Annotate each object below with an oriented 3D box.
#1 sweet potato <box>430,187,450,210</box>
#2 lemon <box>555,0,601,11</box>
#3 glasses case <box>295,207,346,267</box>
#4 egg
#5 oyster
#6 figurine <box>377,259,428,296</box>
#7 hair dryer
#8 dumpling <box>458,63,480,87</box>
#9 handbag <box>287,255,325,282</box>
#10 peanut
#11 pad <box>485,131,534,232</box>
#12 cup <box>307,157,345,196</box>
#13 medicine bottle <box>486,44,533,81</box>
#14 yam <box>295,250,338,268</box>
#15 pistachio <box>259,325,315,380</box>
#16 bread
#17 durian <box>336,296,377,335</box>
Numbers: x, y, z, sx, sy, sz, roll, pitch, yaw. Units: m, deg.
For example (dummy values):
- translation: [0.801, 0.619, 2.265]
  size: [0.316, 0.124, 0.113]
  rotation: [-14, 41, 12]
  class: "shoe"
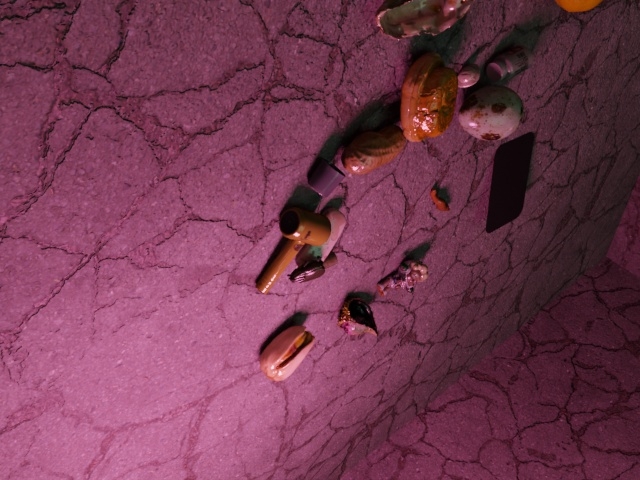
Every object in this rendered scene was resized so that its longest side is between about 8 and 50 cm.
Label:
- translation: [0.415, -0.131, 2.280]
  size: [0.044, 0.044, 0.179]
  rotation: [-52, 147, 4]
  class: "sweet potato"
- translation: [0.773, -0.767, 1.941]
  size: [0.178, 0.178, 0.203]
  rotation: [-36, 143, -20]
  class: "lemon"
- translation: [0.000, 0.000, 1.904]
  size: [0.081, 0.051, 0.204]
  rotation: [28, 94, -35]
  class: "glasses case"
- translation: [0.522, -0.391, 2.030]
  size: [0.231, 0.169, 0.169]
  rotation: [-14, 133, -33]
  class: "egg"
- translation: [0.269, -0.593, 1.597]
  size: [0.341, 0.110, 0.166]
  rotation: [-42, 141, -6]
  class: "oyster"
- translation: [0.300, 0.138, 2.366]
  size: [0.197, 0.093, 0.147]
  rotation: [-36, 134, -17]
  class: "figurine"
- translation: [-0.097, 0.034, 1.825]
  size: [0.278, 0.090, 0.135]
  rotation: [-53, 147, 17]
  class: "hair dryer"
- translation: [0.440, -0.484, 1.942]
  size: [0.077, 0.059, 0.043]
  rotation: [-36, 155, -13]
  class: "dumpling"
- translation: [-0.040, 0.089, 1.864]
  size: [0.111, 0.047, 0.072]
  rotation: [-25, 151, 0]
  class: "handbag"
- translation: [0.150, -0.253, 1.804]
  size: [0.226, 0.095, 0.108]
  rotation: [-28, 130, -33]
  class: "peanut"
- translation: [0.731, -0.239, 2.556]
  size: [0.315, 0.063, 0.375]
  rotation: [-24, 129, -32]
  class: "pad"
- translation: [0.016, -0.167, 1.765]
  size: [0.077, 0.078, 0.100]
  rotation: [-52, 178, 13]
  class: "cup"
- translation: [0.580, -0.541, 2.028]
  size: [0.140, 0.079, 0.079]
  rotation: [-31, 142, -25]
  class: "medicine bottle"
- translation: [-0.008, 0.070, 1.982]
  size: [0.132, 0.054, 0.054]
  rotation: [-24, 139, -32]
  class: "yam"
- translation: [-0.111, 0.353, 2.097]
  size: [0.200, 0.117, 0.145]
  rotation: [-51, -175, -11]
  class: "pistachio"
- translation: [0.292, -0.384, 1.789]
  size: [0.198, 0.120, 0.236]
  rotation: [-47, 144, -43]
  class: "bread"
- translation: [0.107, 0.265, 2.294]
  size: [0.108, 0.119, 0.187]
  rotation: [-23, 146, 31]
  class: "durian"
